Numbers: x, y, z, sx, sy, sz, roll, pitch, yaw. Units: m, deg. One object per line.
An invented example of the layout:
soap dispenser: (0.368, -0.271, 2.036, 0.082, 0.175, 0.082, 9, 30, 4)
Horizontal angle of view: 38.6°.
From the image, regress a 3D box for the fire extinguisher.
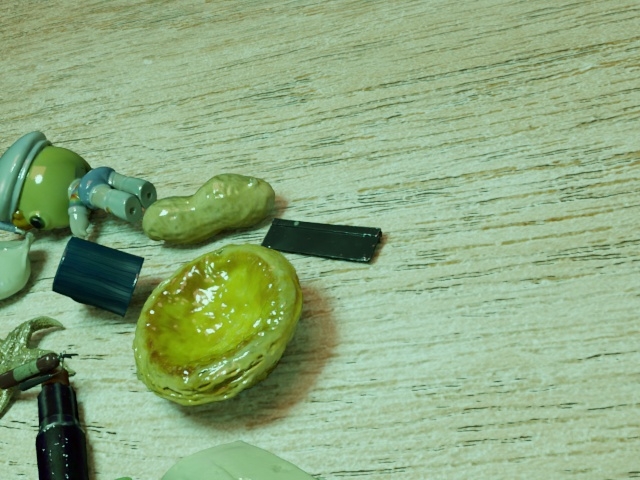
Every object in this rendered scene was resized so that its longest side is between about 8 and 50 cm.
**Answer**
fire extinguisher: (-0.489, 0.226, 1.554, 0.173, 0.035, 0.049, -24, 29, 29)

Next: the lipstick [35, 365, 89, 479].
lipstick: (-0.423, 0.316, 1.484, 0.081, 0.081, 0.299, -25, 40, 0)

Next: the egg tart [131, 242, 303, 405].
egg tart: (-0.158, 0.150, 1.499, 0.319, 0.128, 0.319, -14, 43, 14)

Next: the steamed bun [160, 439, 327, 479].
steamed bun: (-0.109, 0.379, 1.245, 0.200, 0.170, 0.225, -9, 16, -31)

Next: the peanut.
peanut: (-0.215, -0.059, 1.744, 0.263, 0.117, 0.101, -19, 21, 10)

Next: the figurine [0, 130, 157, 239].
figurine: (-0.505, -0.124, 1.876, 0.382, 0.205, 0.224, -1, 39, 20)

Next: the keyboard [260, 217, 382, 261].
keyboard: (0.000, 0.000, 1.653, 0.231, 0.023, 0.072, 7, 58, 30)

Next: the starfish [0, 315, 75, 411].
starfish: (-0.573, 0.232, 1.667, 0.277, 0.062, 0.235, 12, 59, 28)

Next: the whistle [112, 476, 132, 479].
whistle: (-0.281, 0.434, 1.300, 0.105, 0.085, 0.227, -13, 43, -1)

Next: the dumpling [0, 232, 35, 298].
dumpling: (-0.651, 0.059, 1.834, 0.181, 0.111, 0.155, -16, 8, -9)

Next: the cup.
cup: (-0.410, 0.078, 1.661, 0.138, 0.150, 0.113, 20, 23, -11)
